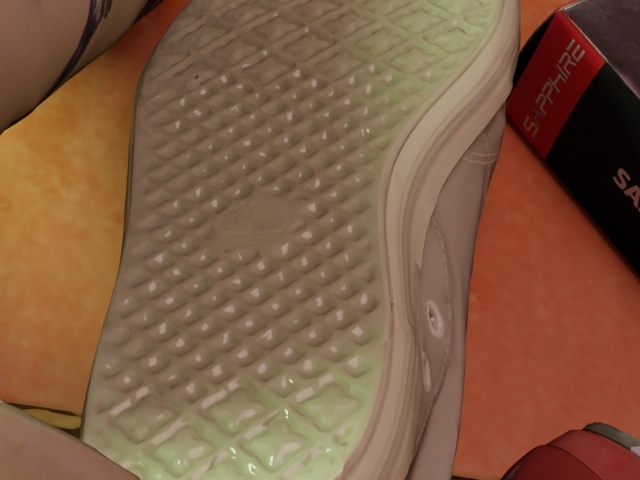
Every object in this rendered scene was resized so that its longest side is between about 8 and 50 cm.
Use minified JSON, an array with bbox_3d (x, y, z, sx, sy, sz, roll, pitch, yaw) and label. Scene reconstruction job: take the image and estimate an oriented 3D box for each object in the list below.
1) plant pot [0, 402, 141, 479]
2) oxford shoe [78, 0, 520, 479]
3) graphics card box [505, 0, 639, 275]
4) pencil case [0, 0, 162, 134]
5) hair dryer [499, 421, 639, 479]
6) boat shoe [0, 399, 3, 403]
[{"bbox_3d":[-0.164,0.193,0.455,0.334,0.334,0.305,19,65,-5],"label":"plant pot"},{"bbox_3d":[0.000,0.000,0.806,0.169,0.130,0.449,-4,39,14],"label":"oxford shoe"},{"bbox_3d":[0.289,0.005,0.906,0.233,0.094,0.371,-25,69,-30],"label":"graphics card box"},{"bbox_3d":[-0.162,-0.123,0.708,0.183,0.160,0.410,56,24,-12],"label":"pencil case"},{"bbox_3d":[0.142,0.178,0.731,0.294,0.080,0.223,-13,83,-12],"label":"hair dryer"},{"bbox_3d":[-0.239,0.062,0.674,0.367,0.136,0.156,43,55,15],"label":"boat shoe"}]
